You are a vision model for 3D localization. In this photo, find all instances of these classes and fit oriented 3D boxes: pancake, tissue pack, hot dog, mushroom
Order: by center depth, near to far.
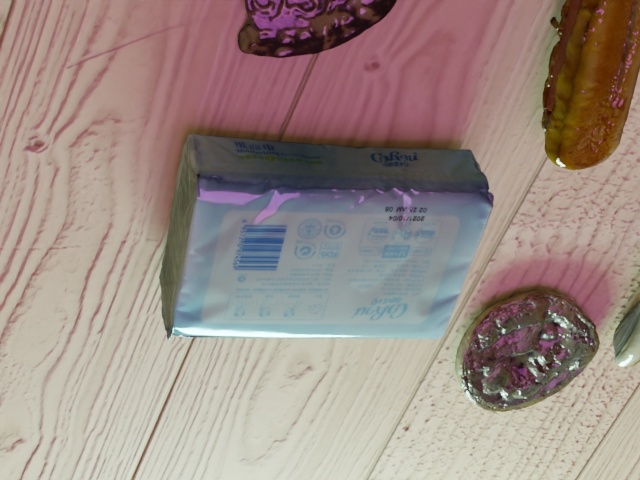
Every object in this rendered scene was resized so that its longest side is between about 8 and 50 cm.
[{"bbox_3d":[-0.013,-0.223,1.136,0.184,0.020,0.190,31,113,-35],"label":"pancake"},{"bbox_3d":[0.238,-0.187,1.213,0.088,0.061,0.286,-1,127,-20],"label":"hot dog"},{"bbox_3d":[0.000,0.000,1.279,0.263,0.089,0.177,0,129,-20],"label":"tissue pack"},{"bbox_3d":[0.338,0.044,1.432,0.054,0.059,0.202,17,123,-8],"label":"mushroom"},{"bbox_3d":[0.204,0.111,1.471,0.158,0.028,0.158,-10,130,-13],"label":"pancake"}]
